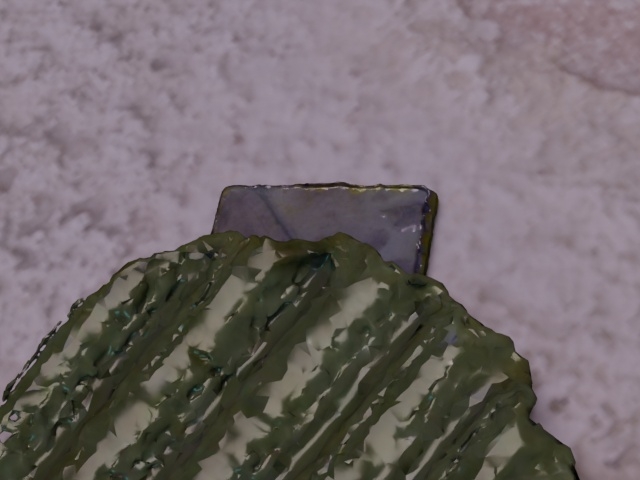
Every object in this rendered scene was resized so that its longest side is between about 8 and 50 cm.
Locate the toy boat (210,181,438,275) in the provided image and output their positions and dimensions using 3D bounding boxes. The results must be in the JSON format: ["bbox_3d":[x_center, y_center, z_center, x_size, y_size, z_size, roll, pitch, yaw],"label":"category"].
[{"bbox_3d":[0.000,0.000,0.962,0.115,0.016,0.063,2,60,19],"label":"toy boat"}]

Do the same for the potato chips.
[{"bbox_3d":[-0.053,0.189,0.827,0.358,0.070,0.429,31,71,32],"label":"potato chips"}]
